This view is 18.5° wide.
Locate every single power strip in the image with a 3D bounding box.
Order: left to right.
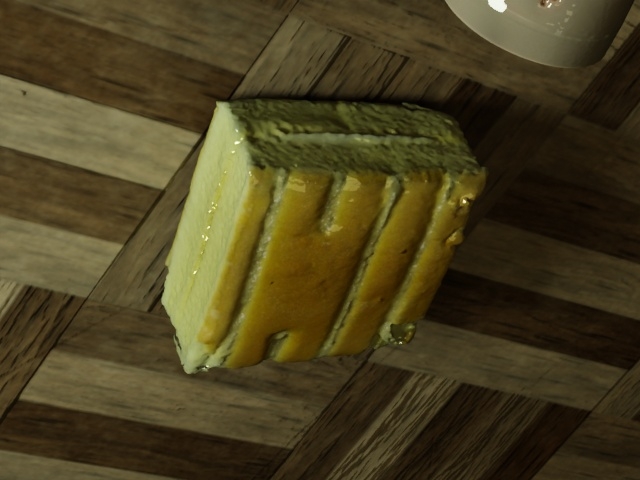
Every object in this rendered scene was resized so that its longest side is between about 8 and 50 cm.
[{"bbox_3d":[0.177,-0.210,1.586,0.154,0.154,0.078,3,128,-30],"label":"power strip"}]

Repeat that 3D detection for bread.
[{"bbox_3d":[0.000,0.000,1.735,0.239,0.111,0.246,0,133,-27],"label":"bread"}]
